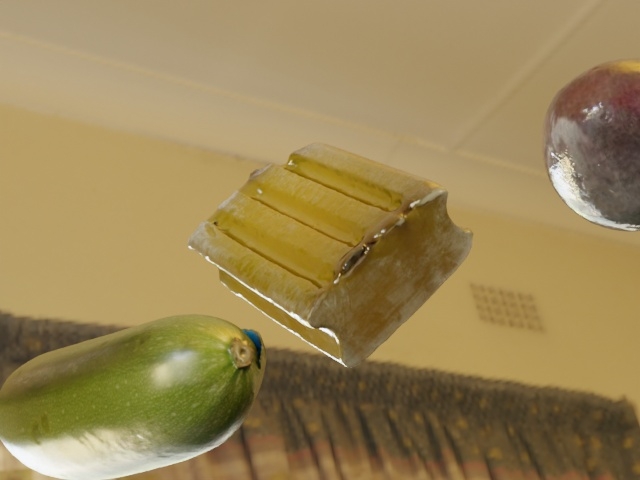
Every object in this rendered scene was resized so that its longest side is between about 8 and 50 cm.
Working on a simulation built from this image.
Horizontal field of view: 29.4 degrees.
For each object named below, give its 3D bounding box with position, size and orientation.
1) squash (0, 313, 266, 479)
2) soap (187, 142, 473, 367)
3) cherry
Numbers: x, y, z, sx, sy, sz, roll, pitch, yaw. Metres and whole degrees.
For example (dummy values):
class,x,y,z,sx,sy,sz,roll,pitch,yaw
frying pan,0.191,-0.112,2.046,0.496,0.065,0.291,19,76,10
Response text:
class,x,y,z,sx,sy,sz,roll,pitch,yaw
squash,-0.145,0.107,0.771,0.095,0.094,0.341,15,-19,-34
soap,0.000,0.000,0.956,0.140,0.232,0.073,-43,-61,-12
cherry,0.278,-0.089,1.101,0.176,0.140,0.176,6,-40,5
